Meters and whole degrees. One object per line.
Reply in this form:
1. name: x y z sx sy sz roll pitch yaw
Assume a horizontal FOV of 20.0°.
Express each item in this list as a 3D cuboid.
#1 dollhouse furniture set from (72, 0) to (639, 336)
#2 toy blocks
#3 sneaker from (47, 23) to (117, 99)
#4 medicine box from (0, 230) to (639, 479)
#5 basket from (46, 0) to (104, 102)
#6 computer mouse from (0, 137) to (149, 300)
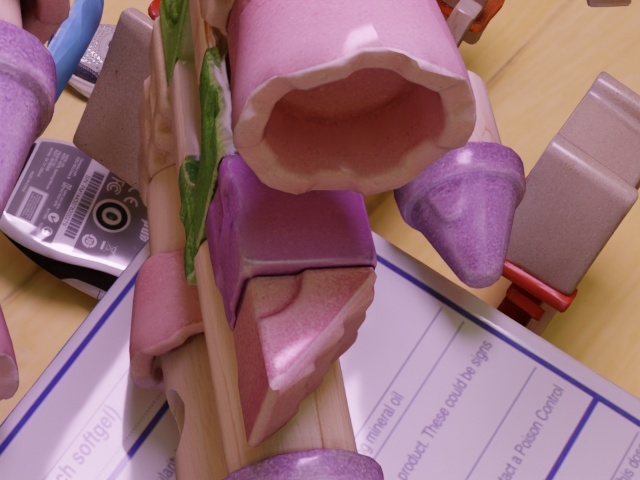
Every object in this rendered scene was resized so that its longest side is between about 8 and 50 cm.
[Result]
1. dollhouse furniture set: 0.035 -0.065 0.923 0.259 0.135 0.262 35 43 5
2. toy blocks: 0.000 0.000 0.583 0.309 0.288 0.260 -2 58 -14
3. sneaker: -0.079 -0.102 0.983 0.135 0.058 0.052 12 53 -6
4. medicine box: -0.002 0.155 0.744 0.289 0.149 0.263 32 61 8
5. basket: -0.262 -0.055 0.794 0.289 0.201 0.255 8 52 17
6. computer mouse: -0.079 0.009 0.917 0.193 0.042 0.106 25 57 -4
